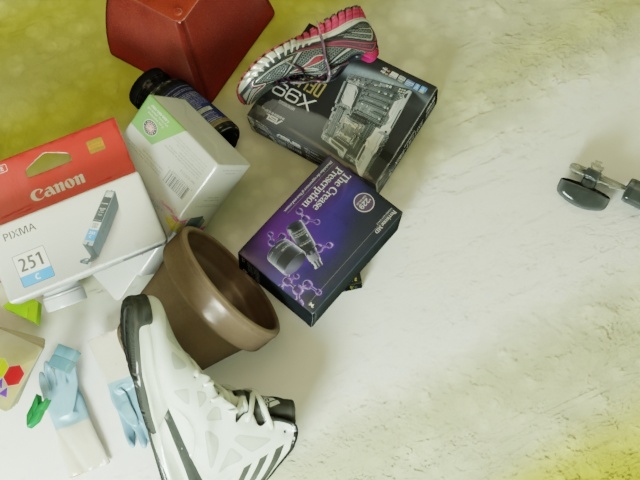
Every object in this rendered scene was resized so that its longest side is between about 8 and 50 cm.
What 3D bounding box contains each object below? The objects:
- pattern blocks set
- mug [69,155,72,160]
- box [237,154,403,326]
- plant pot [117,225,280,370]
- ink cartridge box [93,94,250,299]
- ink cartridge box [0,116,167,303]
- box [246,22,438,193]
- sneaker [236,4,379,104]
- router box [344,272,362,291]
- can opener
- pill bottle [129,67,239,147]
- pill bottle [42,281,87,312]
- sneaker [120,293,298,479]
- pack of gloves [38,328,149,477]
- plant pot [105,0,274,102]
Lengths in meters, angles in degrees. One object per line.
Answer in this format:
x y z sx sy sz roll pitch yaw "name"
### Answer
-0.622 0.234 1.905 0.325 0.026 0.285 27 75 26 "pattern blocks set"
-0.482 -0.159 2.038 0.062 0.064 0.078 11 73 8 "mug"
0.000 0.000 1.870 0.184 0.103 0.261 39 74 9 "box"
-0.242 0.140 1.840 0.229 0.263 0.263 -40 71 11 "plant pot"
-0.324 -0.077 1.924 0.207 0.119 0.353 46 111 17 "ink cartridge box"
-0.461 -0.060 1.804 0.296 0.066 0.261 -23 86 -7 "ink cartridge box"
0.044 -0.265 2.023 0.308 0.076 0.242 30 76 14 "box"
-0.028 -0.345 1.957 0.299 0.121 0.112 -29 92 0 "sneaker"
-0.001 0.018 1.945 0.133 0.046 0.178 -12 71 -1 "router box"
0.598 -0.076 1.925 0.281 0.074 0.093 23 109 14 "can opener"
-0.279 -0.247 2.020 0.219 0.123 0.123 42 79 16 "pill bottle"
-0.516 0.034 1.908 0.108 0.108 0.193 -21 93 -2 "pill bottle"
-0.184 0.258 1.729 0.258 0.447 0.169 -17 30 -12 "sneaker"
-0.414 0.303 1.893 0.195 0.046 0.232 -21 81 -2 "pack of gloves"
-0.285 -0.487 2.045 0.267 0.235 0.267 29 75 14 "plant pot"
